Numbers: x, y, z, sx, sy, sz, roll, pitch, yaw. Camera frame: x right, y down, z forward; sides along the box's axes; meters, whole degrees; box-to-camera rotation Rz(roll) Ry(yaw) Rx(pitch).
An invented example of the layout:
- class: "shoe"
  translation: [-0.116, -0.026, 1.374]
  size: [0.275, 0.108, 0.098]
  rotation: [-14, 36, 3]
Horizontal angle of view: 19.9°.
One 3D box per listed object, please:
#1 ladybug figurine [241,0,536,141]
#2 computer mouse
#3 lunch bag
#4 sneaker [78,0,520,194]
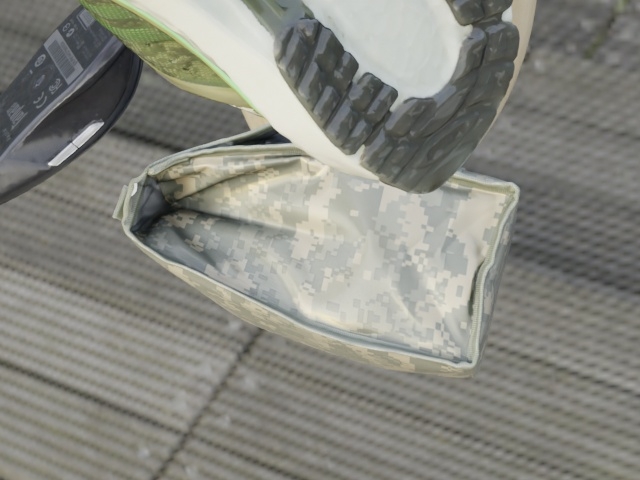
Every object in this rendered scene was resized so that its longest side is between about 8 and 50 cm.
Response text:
- class: "ladybug figurine"
  translation: [0.056, -0.259, 1.794]
  size: [0.305, 0.449, 0.162]
  rotation: [6, 21, -10]
- class: "computer mouse"
  translation: [-0.220, -0.081, 1.325]
  size: [0.262, 0.060, 0.184]
  rotation: [-49, 32, 1]
- class: "lunch bag"
  translation: [0.000, 0.000, 1.404]
  size: [0.287, 0.235, 0.169]
  rotation: [13, 86, 7]
- class: "sneaker"
  translation: [-0.099, -0.157, 0.822]
  size: [0.182, 0.410, 0.158]
  rotation: [7, 63, 51]
